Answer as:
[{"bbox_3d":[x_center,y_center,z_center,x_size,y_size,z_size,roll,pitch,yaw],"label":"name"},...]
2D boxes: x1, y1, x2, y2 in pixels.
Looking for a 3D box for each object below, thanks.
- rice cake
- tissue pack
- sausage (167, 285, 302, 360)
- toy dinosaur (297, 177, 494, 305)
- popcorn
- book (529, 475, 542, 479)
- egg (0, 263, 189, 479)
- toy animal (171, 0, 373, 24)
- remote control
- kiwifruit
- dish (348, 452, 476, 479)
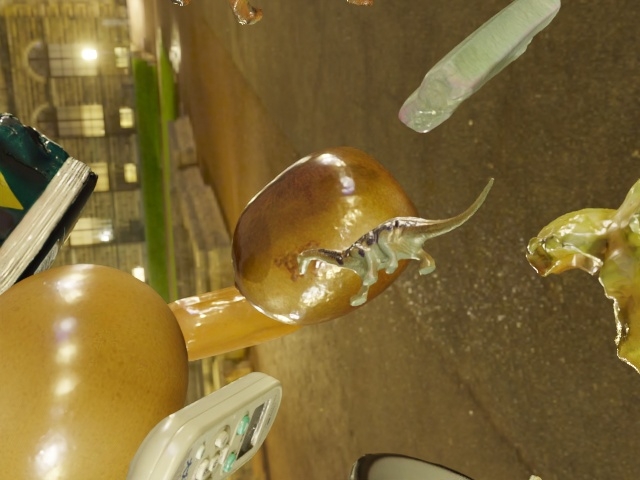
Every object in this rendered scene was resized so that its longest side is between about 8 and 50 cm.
[{"bbox_3d":[0.145,-0.163,0.693,0.042,0.222,0.080,46,138,1],"label":"rice cake"},{"bbox_3d":[-0.612,0.000,1.407,0.264,0.253,0.416,-46,17,36],"label":"tissue pack"},{"bbox_3d":[-0.184,0.144,1.350,0.112,0.329,0.112,167,90,-72],"label":"sausage"},{"bbox_3d":[0.052,0.010,0.565,0.037,0.180,0.058,23,-125,-55],"label":"toy dinosaur"},{"bbox_3d":[0.397,0.032,0.753,0.325,0.290,0.321,49,-170,-42],"label":"popcorn"},{"bbox_3d":[0.230,0.413,0.783,0.201,0.026,0.289,33,106,35],"label":"book"},{"bbox_3d":[-0.286,0.181,0.856,0.322,0.250,0.250,-62,10,-8],"label":"egg"},{"bbox_3d":[-0.019,-0.220,0.574,0.099,0.241,0.056,109,143,-56],"label":"toy animal"},{"bbox_3d":[-0.085,0.155,0.605,0.221,0.042,0.078,-9,-61,-74],"label":"remote control"},{"bbox_3d":[0.000,0.000,0.926,0.196,0.234,0.196,56,-175,-7],"label":"kiwifruit"},{"bbox_3d":[0.127,0.218,0.338,0.106,0.317,0.316,-63,14,-1],"label":"dish"}]
